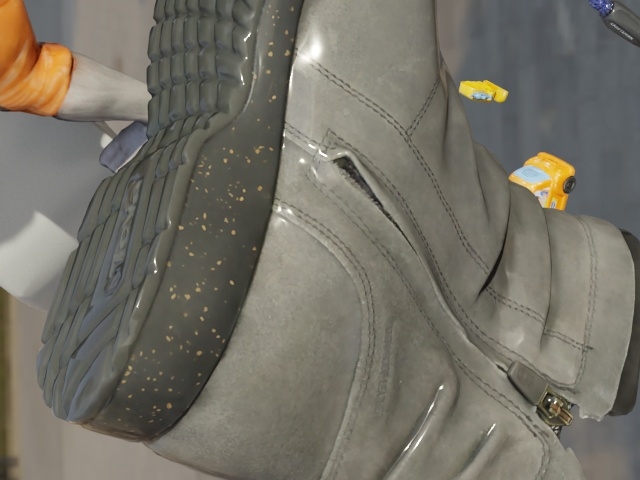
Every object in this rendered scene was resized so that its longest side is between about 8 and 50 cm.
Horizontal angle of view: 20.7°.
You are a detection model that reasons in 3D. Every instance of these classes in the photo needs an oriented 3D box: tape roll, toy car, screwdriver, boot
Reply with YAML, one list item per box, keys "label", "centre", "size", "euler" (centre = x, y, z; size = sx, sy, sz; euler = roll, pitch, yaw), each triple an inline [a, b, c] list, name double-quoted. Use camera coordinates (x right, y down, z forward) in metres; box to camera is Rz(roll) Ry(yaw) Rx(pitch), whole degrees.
- label: "tape roll"
  centre: [-0.215, -0.093, 0.989]
  size: [0.286, 0.100, 0.286]
  euler: [46, 178, 2]
- label: "toy car"
  centre: [0.116, -0.050, 1.137]
  size: [0.122, 0.040, 0.060]
  euler: [53, 129, 37]
- label: "screwdriver"
  centre: [0.209, -0.203, 1.410]
  size: [0.025, 0.170, 0.024]
  euler: [21, 82, 56]
- label: "boot"
  centre: [0.041, -0.040, 0.704]
  size: [0.118, 0.223, 0.338]
  euler: [-3, 63, 62]

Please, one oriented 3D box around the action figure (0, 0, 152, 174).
- label: "action figure"
  centre: [-0.174, -0.196, 0.719]
  size: [0.330, 0.178, 0.341]
  euler: [15, -111, -61]
